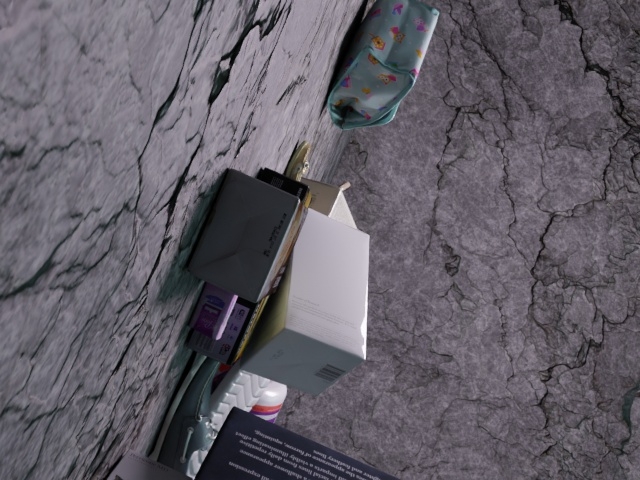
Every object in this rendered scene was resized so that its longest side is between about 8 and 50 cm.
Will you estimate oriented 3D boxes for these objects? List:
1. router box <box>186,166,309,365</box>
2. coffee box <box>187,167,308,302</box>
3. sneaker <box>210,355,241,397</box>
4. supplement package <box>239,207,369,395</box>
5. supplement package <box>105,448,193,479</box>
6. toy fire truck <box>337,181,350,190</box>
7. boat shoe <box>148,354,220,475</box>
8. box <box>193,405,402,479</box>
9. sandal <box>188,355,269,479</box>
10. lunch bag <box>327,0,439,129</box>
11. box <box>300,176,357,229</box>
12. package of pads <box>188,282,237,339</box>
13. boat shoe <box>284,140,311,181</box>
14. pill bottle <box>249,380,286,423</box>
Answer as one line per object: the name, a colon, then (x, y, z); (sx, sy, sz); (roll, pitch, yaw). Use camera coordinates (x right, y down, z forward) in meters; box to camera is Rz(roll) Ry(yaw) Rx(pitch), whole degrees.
router box: (-0.111, 0.043, 1.382); (0.243, 0.081, 0.309); (46, 68, -89)
coffee box: (-0.089, -0.004, 1.107); (0.246, 0.098, 0.141); (49, 65, -88)
sneaker: (-0.179, 0.224, 1.780); (0.118, 0.107, 0.279); (93, 9, -60)
supplement package: (-0.025, 0.112, 1.572); (0.177, 0.175, 0.293); (-45, -149, 43)
supplement package: (-0.253, 0.375, 1.071); (0.179, 0.105, 0.105); (-62, 175, -74)
toy fire truck: (-0.029, -0.036, 2.094); (0.217, 0.158, 0.246); (-63, 164, -57)
boat shoe: (-0.227, 0.338, 1.450); (0.116, 0.099, 0.320); (-34, 148, -87)
box: (-0.072, 0.460, 1.086); (0.395, 0.293, 0.212); (-61, 174, -64)
sandal: (-0.232, 0.345, 1.631); (0.416, 0.102, 0.169); (-52, 158, -21)
lunch bag: (0.125, -0.380, 1.795); (0.262, 0.160, 0.223); (-49, -163, 56)
box: (0.000, 0.000, 1.866); (0.148, 0.121, 0.311); (-65, 157, -21)
package of pads: (-0.158, 0.100, 1.217); (0.032, 0.050, 0.083); (-13, 126, -82)
boat shoe: (-0.048, -0.123, 1.632); (0.056, 0.048, 0.153); (-46, 160, -85)
pill bottle: (-0.216, 0.449, 1.947); (0.181, 0.181, 0.323); (-59, 172, -77)
